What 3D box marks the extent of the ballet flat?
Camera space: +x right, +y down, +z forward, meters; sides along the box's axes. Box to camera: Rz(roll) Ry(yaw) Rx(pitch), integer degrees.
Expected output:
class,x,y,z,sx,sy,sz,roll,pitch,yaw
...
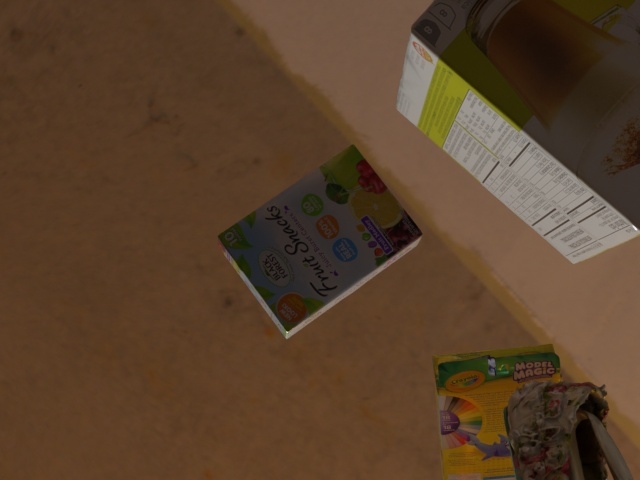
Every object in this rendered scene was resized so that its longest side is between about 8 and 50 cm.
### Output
class,x,y,z,sx,sy,sz,roll,pitch,yaw
ballet flat,0.179,0.200,0.701,0.091,0.077,0.241,26,-133,-47

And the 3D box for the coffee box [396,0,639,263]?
class,x,y,z,sx,sy,sz,roll,pitch,yaw
coffee box,0.326,-0.212,1.261,0.334,0.338,0.337,42,-95,6

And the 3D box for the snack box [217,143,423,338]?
class,x,y,z,sx,sy,sz,roll,pitch,yaw
snack box,0.000,0.000,0.879,0.141,0.037,0.100,-35,-101,-12

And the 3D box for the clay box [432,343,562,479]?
class,x,y,z,sx,sy,sz,roll,pitch,yaw
clay box,0.188,0.188,1.122,0.127,0.053,0.222,-6,-52,3
